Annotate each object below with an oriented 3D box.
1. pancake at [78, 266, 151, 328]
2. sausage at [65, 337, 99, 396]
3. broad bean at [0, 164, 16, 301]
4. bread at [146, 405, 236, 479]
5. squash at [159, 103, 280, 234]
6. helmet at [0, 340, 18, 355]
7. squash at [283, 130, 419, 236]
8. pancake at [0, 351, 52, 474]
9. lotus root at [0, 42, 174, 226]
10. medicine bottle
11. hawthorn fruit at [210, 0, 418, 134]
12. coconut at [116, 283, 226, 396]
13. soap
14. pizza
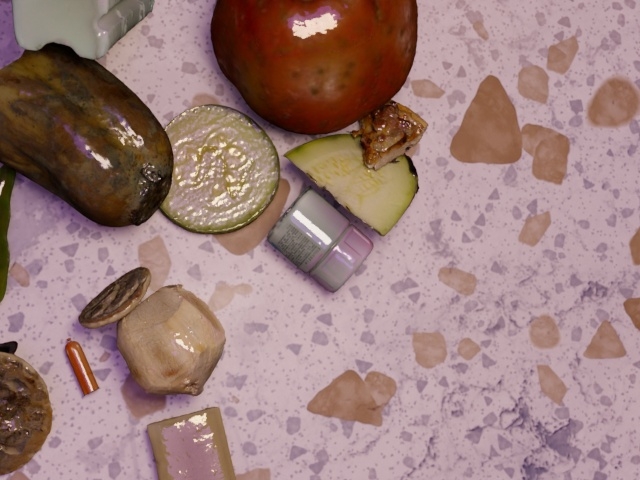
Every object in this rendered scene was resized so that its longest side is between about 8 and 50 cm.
[{"bbox_3d":[-0.362,0.104,1.553,0.158,0.158,0.028,-41,115,-13],"label":"pancake"},{"bbox_3d":[-0.432,0.225,1.579,0.031,0.031,0.107,-25,84,-13],"label":"sausage"},{"bbox_3d":[-0.587,-0.025,1.587,0.060,0.043,0.297,6,79,-19],"label":"broad bean"},{"bbox_3d":[-0.226,0.397,1.571,0.139,0.060,0.178,-11,83,-12],"label":"bread"},{"bbox_3d":[-0.205,-0.134,1.668,0.252,0.049,0.252,1,81,-9],"label":"squash"},{"bbox_3d":[-0.577,0.229,1.526,0.123,0.098,0.070,-17,111,-15],"label":"helmet"},{"bbox_3d":[0.079,-0.137,1.668,0.237,0.204,0.155,42,97,2],"label":"squash"},{"bbox_3d":[-0.588,0.299,1.475,0.282,0.049,0.282,-7,115,-15],"label":"pancake"},{"bbox_3d":[-0.417,-0.176,1.543,0.346,0.250,0.250,40,77,1],"label":"lotus root"},{"bbox_3d":[0.000,0.000,1.638,0.168,0.135,0.135,40,77,-1],"label":"medicine bottle"},{"bbox_3d":[-0.014,-0.405,1.574,0.403,0.403,0.402,2,81,-10],"label":"hawthorn fruit"},{"bbox_3d":[-0.259,0.187,1.542,0.194,0.194,0.194,2,81,-10],"label":"coconut"},{"bbox_3d":[-0.393,-0.499,1.535,0.156,0.446,0.261,6,116,0],"label":"soap"},{"bbox_3d":[0.125,-0.211,1.695,0.154,0.069,0.194,31,45,-6],"label":"pizza"}]
